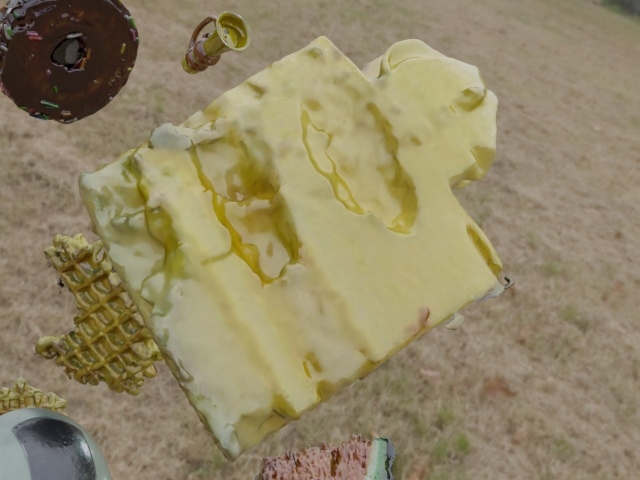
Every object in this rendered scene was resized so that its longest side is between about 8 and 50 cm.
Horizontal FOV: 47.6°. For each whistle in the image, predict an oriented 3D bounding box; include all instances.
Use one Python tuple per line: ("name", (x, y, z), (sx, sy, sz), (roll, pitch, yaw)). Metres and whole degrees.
("whistle", (-0.130, -0.229, 0.831), (0.046, 0.057, 0.109), (-25, 10, -41))

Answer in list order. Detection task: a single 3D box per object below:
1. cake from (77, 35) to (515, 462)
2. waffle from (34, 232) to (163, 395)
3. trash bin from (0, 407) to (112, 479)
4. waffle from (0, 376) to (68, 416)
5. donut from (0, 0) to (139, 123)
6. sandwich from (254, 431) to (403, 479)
("cake", (0.000, 0.000, 0.551), (0.286, 0.227, 0.222), (-29, 82, -15))
("waffle", (-0.386, 0.143, 1.263), (0.260, 0.292, 0.069), (20, 27, 17))
("trash bin", (-0.551, 0.458, 1.197), (0.280, 0.432, 0.280), (42, 33, -35))
("waffle", (-0.760, 0.486, 1.856), (0.238, 0.243, 0.059), (47, -17, -18))
("donut", (-0.401, -0.301, 1.126), (0.235, 0.235, 0.089), (-7, 37, -46))
("sandwich", (0.007, 0.522, 1.501), (0.301, 0.162, 0.250), (7, 44, 17))
